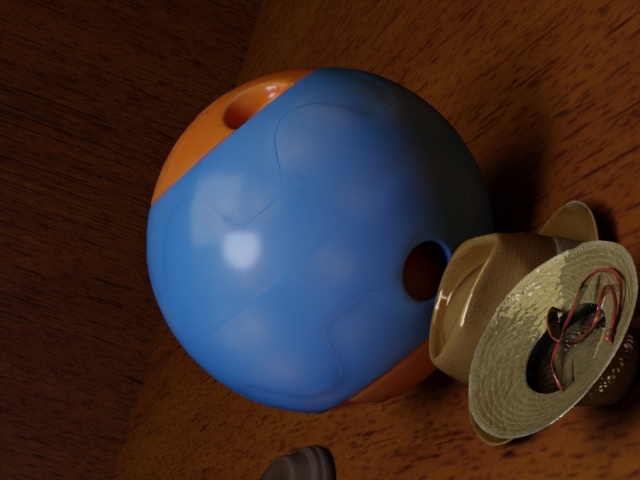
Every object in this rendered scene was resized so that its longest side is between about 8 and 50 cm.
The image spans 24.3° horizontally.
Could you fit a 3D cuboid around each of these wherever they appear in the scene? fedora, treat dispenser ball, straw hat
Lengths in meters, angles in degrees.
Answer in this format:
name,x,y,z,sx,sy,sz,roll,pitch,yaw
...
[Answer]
name,x,y,z,sx,sy,sz,roll,pitch,yaw
fedora,0.130,0.050,1.075,0.194,0.079,0.194,-160,90,-77
treat dispenser ball,0.000,0.000,1.235,0.288,0.288,0.288,-160,90,-78
straw hat,0.164,0.074,0.933,0.144,0.061,0.144,-42,29,30

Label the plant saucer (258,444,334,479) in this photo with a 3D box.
name,x,y,z,sx,sy,sz,roll,pitch,yaw
plant saucer,-0.056,0.340,1.529,0.278,0.041,0.278,-161,90,-77
